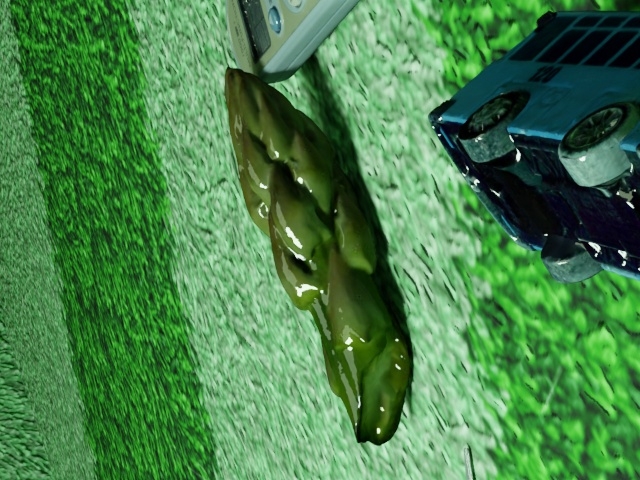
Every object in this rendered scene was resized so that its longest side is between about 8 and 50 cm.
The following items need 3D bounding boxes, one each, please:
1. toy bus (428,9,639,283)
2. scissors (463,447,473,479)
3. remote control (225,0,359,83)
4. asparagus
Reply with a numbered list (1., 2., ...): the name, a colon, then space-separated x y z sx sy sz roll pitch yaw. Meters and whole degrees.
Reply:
1. toy bus: 0.132 -0.039 0.641 0.090 0.106 0.184 51 169 -21
2. scissors: 0.100 0.175 1.011 0.036 0.006 0.083 -162 62 -65
3. remote control: -0.016 -0.174 1.058 0.244 0.047 0.087 146 107 -69
4. asparagus: 0.000 0.000 1.080 0.287 0.080 0.080 64 158 13
